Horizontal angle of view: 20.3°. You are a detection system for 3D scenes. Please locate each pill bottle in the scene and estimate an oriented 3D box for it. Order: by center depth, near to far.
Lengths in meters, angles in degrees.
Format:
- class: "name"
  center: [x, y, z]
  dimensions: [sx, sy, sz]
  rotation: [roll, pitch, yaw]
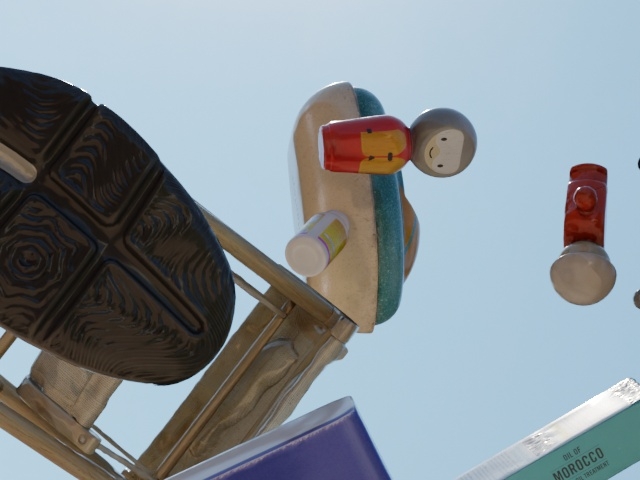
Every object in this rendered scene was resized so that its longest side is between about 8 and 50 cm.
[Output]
- class: "pill bottle"
  center: [0.000, 0.000, 1.716]
  dimensions: [0.043, 0.083, 0.043]
  rotation: [9, -64, 20]

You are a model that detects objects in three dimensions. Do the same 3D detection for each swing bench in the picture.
- class: "swing bench"
  center: [-0.141, 0.097, 1.557]
  dimensions: [0.255, 0.253, 0.165]
  rotation: [38, 0, -5]

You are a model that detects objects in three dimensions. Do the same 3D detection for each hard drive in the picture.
- class: "hard drive"
  center: [-0.003, 0.306, 1.442]
  dimensions: [0.040, 0.210, 0.318]
  rotation: [-107, 171, -72]

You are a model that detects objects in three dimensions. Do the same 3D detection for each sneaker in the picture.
- class: "sneaker"
  center: [-0.254, -0.022, 1.348]
  dimensions: [0.447, 0.169, 0.257]
  rotation: [33, -18, 9]

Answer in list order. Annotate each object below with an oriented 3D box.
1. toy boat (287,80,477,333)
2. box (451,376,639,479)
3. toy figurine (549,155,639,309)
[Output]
- class: "toy boat"
  center: [0.057, -0.051, 1.802]
  dimensions: [0.148, 0.267, 0.318]
  rotation: [-4, -17, -9]
- class: "box"
  center: [0.258, 0.240, 1.937]
  dimensions: [0.060, 0.244, 0.100]
  rotation: [61, -3, -7]
- class: "toy figurine"
  center: [0.332, 0.001, 1.604]
  dimensions: [0.209, 0.148, 0.213]
  rotation: [33, -45, -25]
